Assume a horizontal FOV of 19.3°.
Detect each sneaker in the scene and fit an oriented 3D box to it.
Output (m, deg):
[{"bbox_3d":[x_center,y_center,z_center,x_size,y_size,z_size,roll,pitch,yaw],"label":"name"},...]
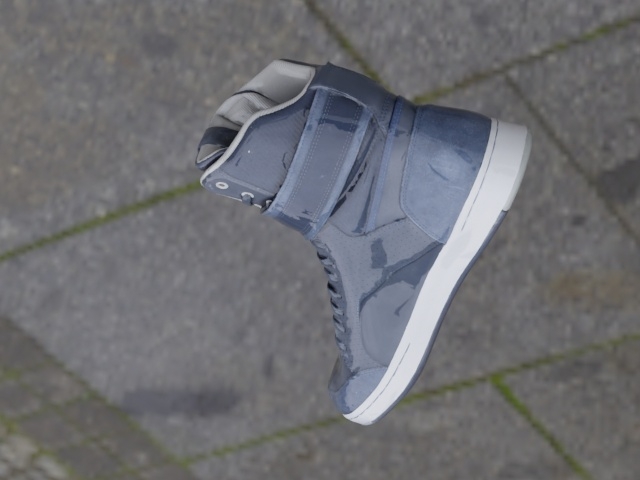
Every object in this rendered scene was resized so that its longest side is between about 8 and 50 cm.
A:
[{"bbox_3d":[0.000,-0.002,1.045,0.163,0.086,0.226,18,129,-7],"label":"sneaker"}]
